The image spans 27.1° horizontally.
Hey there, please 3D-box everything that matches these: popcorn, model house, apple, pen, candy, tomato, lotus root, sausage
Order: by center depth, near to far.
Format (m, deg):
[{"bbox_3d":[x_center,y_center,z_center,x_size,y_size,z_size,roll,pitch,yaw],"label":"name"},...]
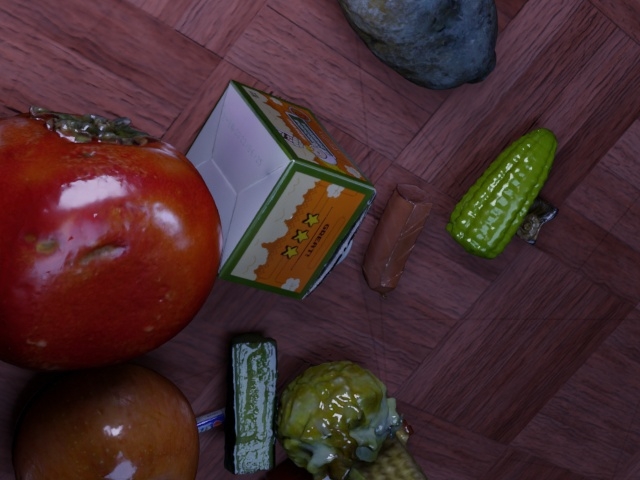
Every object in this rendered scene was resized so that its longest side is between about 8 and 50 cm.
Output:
[{"bbox_3d":[-0.286,-0.002,1.498,0.325,0.293,0.289,0,114,-42],"label":"tomato"},{"bbox_3d":[0.121,-0.287,1.591,0.175,0.175,0.349,-39,136,3],"label":"lotus root"},{"bbox_3d":[-0.283,0.295,1.792,0.251,0.206,0.272,16,114,-42],"label":"apple"},{"bbox_3d":[0.104,0.004,1.889,0.065,0.065,0.169,4,122,-33],"label":"sausage"},{"bbox_3d":[0.268,-0.072,1.907,0.097,0.097,0.209,29,99,-43],"label":"candy"},{"bbox_3d":[-0.169,0.270,1.965,0.204,0.025,0.025,-19,133,-17],"label":"pen"},{"bbox_3d":[0.027,0.290,1.988,0.198,0.212,0.198,-3,155,-1],"label":"popcorn"},{"bbox_3d":[0.065,0.402,2.096,0.254,0.196,0.160,-39,134,1],"label":"model house"}]

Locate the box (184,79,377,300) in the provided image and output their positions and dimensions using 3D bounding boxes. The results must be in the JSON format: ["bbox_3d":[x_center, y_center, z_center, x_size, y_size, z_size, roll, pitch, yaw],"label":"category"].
[{"bbox_3d":[-0.063,-0.061,1.638,0.148,0.195,0.177,18,114,-39],"label":"box"}]

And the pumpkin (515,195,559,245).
[{"bbox_3d":[0.306,-0.041,1.995,0.101,0.035,0.073,33,93,-40],"label":"pumpkin"}]

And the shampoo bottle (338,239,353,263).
[{"bbox_3d":[0.000,0.000,1.833,0.072,0.043,0.099,-46,134,10],"label":"shampoo bottle"}]

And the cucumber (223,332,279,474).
[{"bbox_3d":[-0.105,0.233,1.936,0.078,0.062,0.211,-7,108,-23],"label":"cucumber"}]
